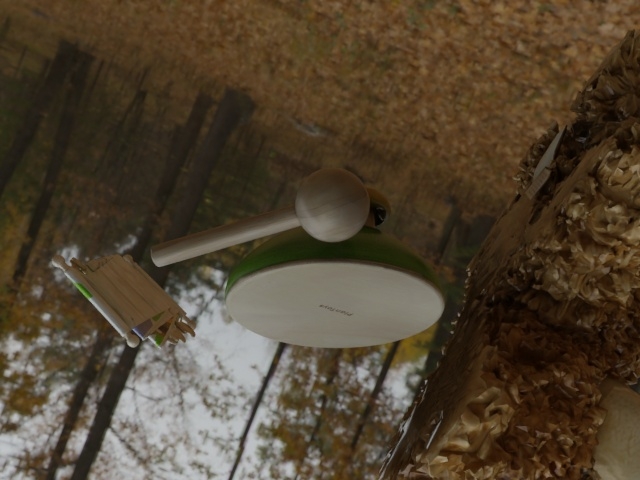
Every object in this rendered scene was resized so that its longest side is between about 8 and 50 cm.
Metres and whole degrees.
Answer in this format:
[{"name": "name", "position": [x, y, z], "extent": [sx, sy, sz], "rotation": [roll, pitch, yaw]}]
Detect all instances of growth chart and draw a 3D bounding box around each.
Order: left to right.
[{"name": "growth chart", "position": [-0.249, 0.080, 1.092], "extent": [0.172, 0.021, 0.237], "rotation": [48, -173, 6]}]

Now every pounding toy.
[{"name": "pounding toy", "position": [0.000, 0.000, 0.676], "extent": [0.182, 0.110, 0.237], "rotation": [-13, 149, 24]}]

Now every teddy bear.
[{"name": "teddy bear", "position": [0.147, 0.019, 0.433], "extent": [0.113, 0.245, 0.338], "rotation": [30, -142, 3]}]
